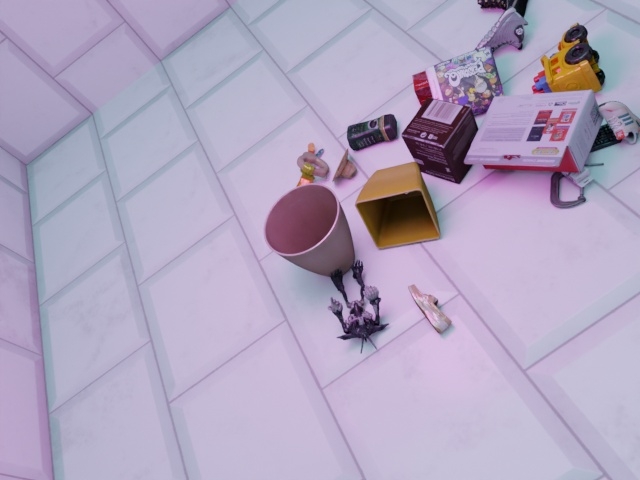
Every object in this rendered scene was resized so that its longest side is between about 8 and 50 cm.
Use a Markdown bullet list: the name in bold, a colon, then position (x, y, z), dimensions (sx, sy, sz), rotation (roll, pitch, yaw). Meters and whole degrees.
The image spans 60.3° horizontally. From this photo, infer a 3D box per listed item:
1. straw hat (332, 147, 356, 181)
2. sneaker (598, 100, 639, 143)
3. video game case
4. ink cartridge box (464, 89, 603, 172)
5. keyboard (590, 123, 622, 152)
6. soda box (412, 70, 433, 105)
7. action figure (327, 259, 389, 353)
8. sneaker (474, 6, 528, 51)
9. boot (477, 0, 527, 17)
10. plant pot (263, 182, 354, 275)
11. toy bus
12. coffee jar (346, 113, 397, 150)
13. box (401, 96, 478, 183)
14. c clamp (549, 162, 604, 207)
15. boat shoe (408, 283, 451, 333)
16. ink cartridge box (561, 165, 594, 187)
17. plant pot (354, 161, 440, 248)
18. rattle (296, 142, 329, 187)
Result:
- **straw hat**: position (0.097, -0.260, 2.004), dimensions (0.061, 0.144, 0.144), rotation (24, 69, -4)
- **sneaker**: position (0.852, -0.332, 1.565), dimensions (0.057, 0.161, 0.075), rotation (-18, 53, 58)
- **video game case**: position (0.499, -0.532, 1.899), dimensions (0.232, 0.042, 0.210), rotation (-15, 88, 21)
- **ink cartridge box**: position (0.628, -0.297, 1.645), dimensions (0.309, 0.130, 0.272), rotation (12, 66, 47)
- **keyboard**: position (0.796, -0.309, 1.661), dimensions (0.180, 0.023, 0.108), rotation (-18, 52, 18)
- **soda box**: position (0.471, -0.587, 1.992), dimensions (0.263, 0.083, 0.092), rotation (-16, 53, 21)
- **action figure**: position (0.103, 0.194, 1.653), dimensions (0.164, 0.141, 0.275), rotation (-19, 50, 4)
- **sneaker**: position (0.649, -0.702, 1.970), dimensions (0.132, 0.086, 0.228), rotation (40, 115, 4)
- **boot**: position (0.679, -0.886, 2.076), dimensions (0.178, 0.085, 0.236), rotation (7, 64, 38)
- **plant pot**: position (0.000, 0.000, 1.749), dimensions (0.256, 0.274, 0.256), rotation (-15, 54, 22)
- **toy bus**: position (0.778, -0.553, 1.770), dimensions (0.211, 0.149, 0.220), rotation (-21, 48, 37)
- **coffee jar**: position (0.193, -0.400, 2.032), dimensions (0.184, 0.079, 0.096), rotation (-12, 51, 24)
- **box**: position (0.398, -0.322, 1.779), dimensions (0.168, 0.203, 0.167), rotation (26, 75, 39)
- **c clamp**: position (0.737, -0.163, 1.598), dimensions (0.137, 0.022, 0.160), rotation (4, 62, 32)
- **boat shoe**: position (0.316, 0.188, 1.588), dimensions (0.059, 0.063, 0.170), rotation (-35, 58, 2)
- **ink cartridge box**: position (0.740, -0.195, 1.587), dimensions (0.048, 0.028, 0.083), rotation (-39, 44, 6)
- **plant pot**: position (0.251, -0.126, 1.747), dimensions (0.212, 0.212, 0.187), rotation (-11, 42, 23)
- **rattle**: position (-0.040, -0.269, 2.114), dimensions (0.130, 0.143, 0.199), rotation (-4, 35, -10)
